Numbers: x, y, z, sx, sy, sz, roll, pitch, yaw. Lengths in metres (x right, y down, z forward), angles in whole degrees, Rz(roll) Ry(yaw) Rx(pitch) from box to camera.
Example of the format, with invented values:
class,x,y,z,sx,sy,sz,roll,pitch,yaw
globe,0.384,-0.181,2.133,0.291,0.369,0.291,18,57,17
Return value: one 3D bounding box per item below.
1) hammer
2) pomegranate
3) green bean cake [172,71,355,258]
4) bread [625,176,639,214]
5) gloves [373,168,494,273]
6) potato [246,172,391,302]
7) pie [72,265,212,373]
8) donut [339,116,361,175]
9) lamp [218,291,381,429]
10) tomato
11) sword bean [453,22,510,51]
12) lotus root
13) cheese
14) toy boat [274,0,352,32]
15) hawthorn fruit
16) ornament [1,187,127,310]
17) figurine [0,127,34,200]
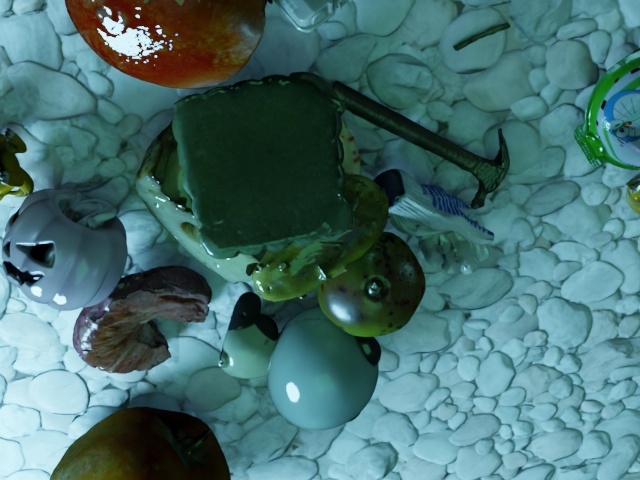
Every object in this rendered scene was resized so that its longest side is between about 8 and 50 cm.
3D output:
class,x,y,z,sx,sy,sz,roll,pitch,yaw
hammer,0.139,-0.150,1.917,0.297,0.027,0.125,24,104,-18
pomegranate,0.075,0.067,1.988,0.159,0.159,0.205,-8,170,-1
green bean cake,-0.068,-0.098,1.726,0.223,0.125,0.227,-10,91,-1
bread,0.539,-0.057,2.014,0.119,0.084,0.177,-38,126,20
gloves,0.168,-0.029,1.971,0.119,0.097,0.229,-4,143,49
potato,0.000,0.000,1.837,0.225,0.090,0.117,-41,114,3
pie,-0.269,0.122,2.023,0.204,0.054,0.218,4,135,-41
donut,0.010,-0.129,1.873,0.065,0.108,0.166,-11,128,27
lamp,-0.031,0.187,2.070,0.244,0.197,0.197,20,124,4
tomato,-0.219,-0.306,1.610,0.309,0.170,0.309,20,123,33
sword bean,0.222,-0.281,1.852,0.083,0.012,0.012,-23,125,11
lotus root,-0.126,-0.065,1.900,0.210,0.142,0.314,-46,122,-21
cheese,0.509,-0.209,1.895,0.320,0.083,0.204,-30,123,12
toy boat,-0.049,-0.384,1.647,0.141,0.269,0.141,-35,162,-14
hawthorn fruit,-0.268,0.391,2.140,0.301,0.267,0.268,-39,122,15
ornament,-0.356,0.006,1.891,0.178,0.177,0.177,-3,126,-5
figurine,-0.481,-0.086,1.868,0.176,0.121,0.122,-5,155,13
